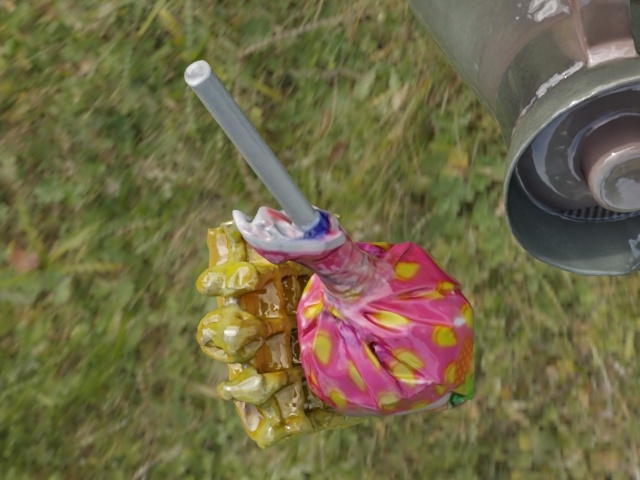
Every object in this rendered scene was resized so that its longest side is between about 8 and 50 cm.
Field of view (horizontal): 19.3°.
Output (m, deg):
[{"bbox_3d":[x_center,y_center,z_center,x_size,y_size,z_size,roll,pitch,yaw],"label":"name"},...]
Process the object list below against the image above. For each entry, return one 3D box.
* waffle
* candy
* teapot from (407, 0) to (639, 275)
[{"bbox_3d":[-0.027,0.063,1.310,0.055,0.211,0.160,-12,88,19],"label":"waffle"},{"bbox_3d":[0.000,0.000,1.138,0.124,0.124,0.365,-20,146,12],"label":"candy"},{"bbox_3d":[0.204,-0.176,1.465,0.253,0.344,0.300,-15,136,2],"label":"teapot"}]
